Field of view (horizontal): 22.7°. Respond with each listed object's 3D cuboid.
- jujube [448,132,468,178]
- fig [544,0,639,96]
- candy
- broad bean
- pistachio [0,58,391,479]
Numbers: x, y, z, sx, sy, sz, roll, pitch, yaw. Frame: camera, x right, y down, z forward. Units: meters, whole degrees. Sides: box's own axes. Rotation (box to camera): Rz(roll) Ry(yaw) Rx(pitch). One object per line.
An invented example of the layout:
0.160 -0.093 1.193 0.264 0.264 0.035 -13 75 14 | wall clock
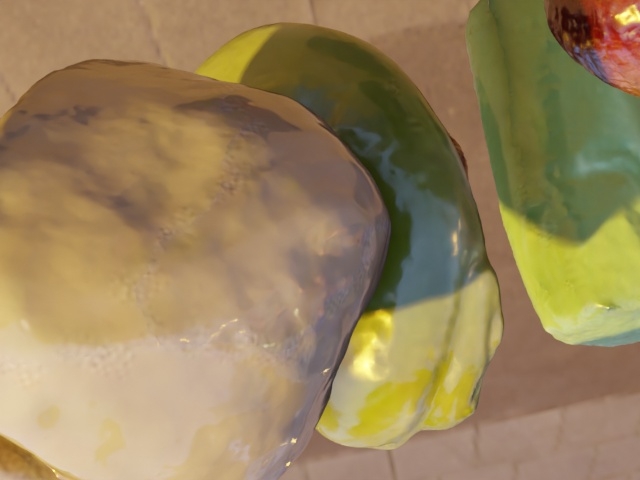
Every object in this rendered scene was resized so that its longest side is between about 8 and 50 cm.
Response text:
-0.003 -0.069 1.529 0.290 0.197 0.197 9 150 -18 | jujube
0.202 -0.139 1.057 0.119 0.119 0.153 -7 139 -9 | fig
0.222 -0.075 1.387 0.132 0.344 0.142 -30 149 35 | candy
0.000 0.000 1.041 0.238 0.291 0.119 -32 170 38 | broad bean
-0.086 0.024 0.772 0.207 0.226 0.332 -22 -171 33 | pistachio
